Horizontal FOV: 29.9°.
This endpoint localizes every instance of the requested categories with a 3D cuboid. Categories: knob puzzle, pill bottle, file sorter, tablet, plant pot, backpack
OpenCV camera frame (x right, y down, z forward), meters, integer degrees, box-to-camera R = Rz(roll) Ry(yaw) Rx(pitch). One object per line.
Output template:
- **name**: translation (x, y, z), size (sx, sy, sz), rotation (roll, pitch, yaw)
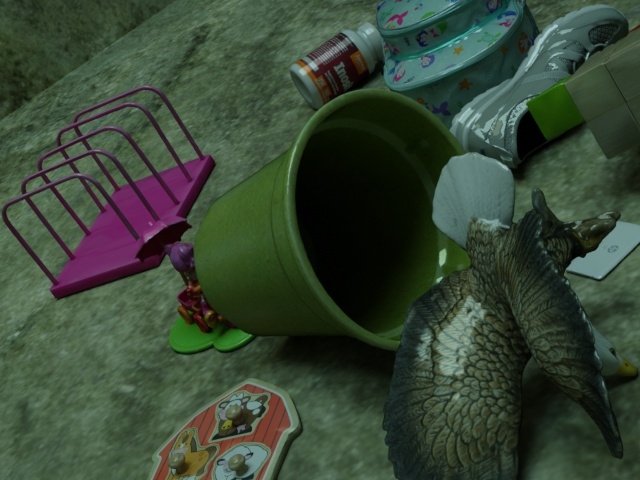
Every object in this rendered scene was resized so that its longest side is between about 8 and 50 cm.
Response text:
- **knob puzzle**: translation (-0.107, 0.210, 1.286), size (0.213, 0.030, 0.213), rotation (-25, 26, 13)
- **pill bottle**: translation (0.032, -0.288, 1.955), size (0.152, 0.086, 0.086), rotation (-36, 26, -8)
- **file sorter**: translation (-0.334, -0.088, 1.883), size (0.202, 0.182, 0.290), rotation (-18, 29, 27)
- **tablet**: translation (0.296, 0.009, 1.235), size (0.083, 0.006, 0.054), rotation (-41, 28, -18)
- **plant pot**: translation (0.000, 0.000, 1.319), size (0.254, 0.276, 0.276), rotation (-17, 27, 50)
- **backpack**: translation (0.188, -0.259, 1.639), size (0.225, 0.191, 0.253), rotation (-22, 32, 16)

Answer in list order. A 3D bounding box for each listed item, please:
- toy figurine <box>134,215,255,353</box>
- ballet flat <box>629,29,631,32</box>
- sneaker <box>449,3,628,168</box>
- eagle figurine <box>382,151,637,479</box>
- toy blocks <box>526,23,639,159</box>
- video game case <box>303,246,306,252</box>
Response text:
- **toy figurine**: translation (-0.162, 0.046, 1.489), size (0.130, 0.159, 0.173), rotation (-40, 28, -17)
- **ballet flat**: translation (0.387, -0.261, 1.582), size (0.041, 0.041, 0.114), rotation (-37, 25, -11)
- **sneaker**: translation (0.297, -0.180, 1.496), size (0.281, 0.105, 0.115), rotation (-44, 43, -11)
- **eagle figurine**: translation (0.177, 0.077, 1.044), size (0.225, 0.226, 0.298), rotation (7, 36, 23)
- **toy blocks**: translation (0.440, -0.226, 1.306), size (0.381, 0.190, 0.261), rotation (-28, 7, 30)
- **video game case**: translation (-0.002, -0.037, 1.618), size (0.193, 0.023, 0.212), rotation (-8, 34, 39)
